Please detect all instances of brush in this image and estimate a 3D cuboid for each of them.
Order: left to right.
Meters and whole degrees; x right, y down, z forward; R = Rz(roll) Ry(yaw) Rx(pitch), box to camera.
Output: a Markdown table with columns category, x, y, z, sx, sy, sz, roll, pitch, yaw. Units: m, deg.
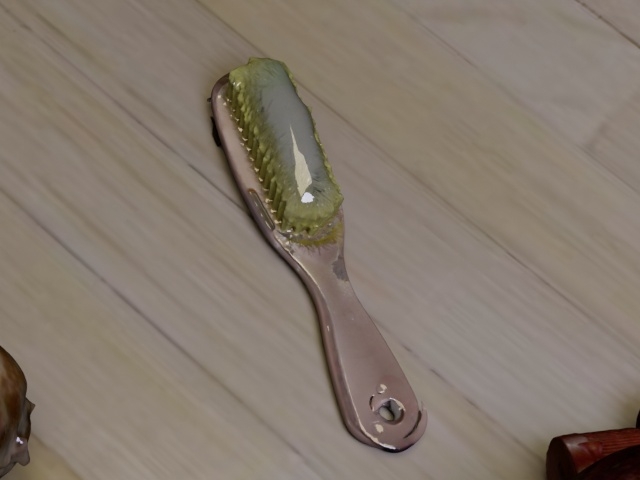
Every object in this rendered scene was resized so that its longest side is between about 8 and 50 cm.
| category | x | y | z | sx | sy | sz | roll | pitch | yaw |
| --- | --- | --- | --- | --- | --- | --- | --- | --- | --- |
| brush | -0.001 | 0.000 | 1.079 | 0.072 | 0.067 | 0.313 | -15 | 67 | -16 |

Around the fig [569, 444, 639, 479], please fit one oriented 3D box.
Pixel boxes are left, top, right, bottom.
| category | x | y | z | sx | sy | sz | roll | pitch | yaw |
| --- | --- | --- | --- | --- | --- | --- | --- | --- | --- |
| fig | 0.187 | 0.179 | 0.892 | 0.202 | 0.148 | 0.149 | 54 | 32 | -20 |

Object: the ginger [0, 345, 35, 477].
| category | x | y | z | sx | sy | sz | roll | pitch | yaw |
| --- | --- | --- | --- | --- | --- | --- | --- | --- | --- |
| ginger | -0.339 | 0.009 | 0.974 | 0.256 | 0.176 | 0.375 | -8 | 60 | -32 |

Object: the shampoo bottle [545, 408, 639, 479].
| category | x | y | z | sx | sy | sz | roll | pitch | yaw |
| --- | --- | --- | --- | --- | --- | --- | --- | --- | --- |
| shampoo bottle | 0.308 | 0.147 | 1.031 | 0.314 | 0.076 | 0.118 | -6 | 73 | -10 |
